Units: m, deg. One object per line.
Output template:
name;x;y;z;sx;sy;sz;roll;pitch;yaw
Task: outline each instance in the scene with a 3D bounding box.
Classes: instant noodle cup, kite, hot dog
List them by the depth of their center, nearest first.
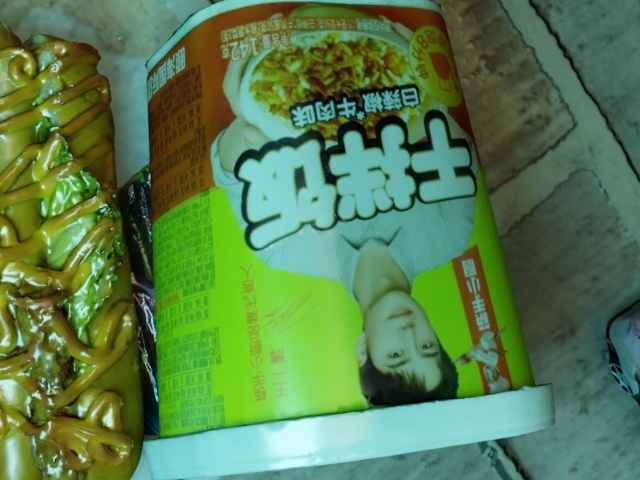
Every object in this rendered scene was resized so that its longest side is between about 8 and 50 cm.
hot dog;-0.205;0.020;0.827;0.158;0.117;0.349;-3;88;-22
instant noodle cup;0.000;0.000;0.850;0.293;0.294;0.308;-5;80;-19
kite;-0.182;0.062;0.902;0.321;0.016;0.234;-40;99;-17

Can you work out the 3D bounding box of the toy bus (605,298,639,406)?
toy bus;0.369;0.167;1.021;0.127;0.147;0.303;-31;96;-12
